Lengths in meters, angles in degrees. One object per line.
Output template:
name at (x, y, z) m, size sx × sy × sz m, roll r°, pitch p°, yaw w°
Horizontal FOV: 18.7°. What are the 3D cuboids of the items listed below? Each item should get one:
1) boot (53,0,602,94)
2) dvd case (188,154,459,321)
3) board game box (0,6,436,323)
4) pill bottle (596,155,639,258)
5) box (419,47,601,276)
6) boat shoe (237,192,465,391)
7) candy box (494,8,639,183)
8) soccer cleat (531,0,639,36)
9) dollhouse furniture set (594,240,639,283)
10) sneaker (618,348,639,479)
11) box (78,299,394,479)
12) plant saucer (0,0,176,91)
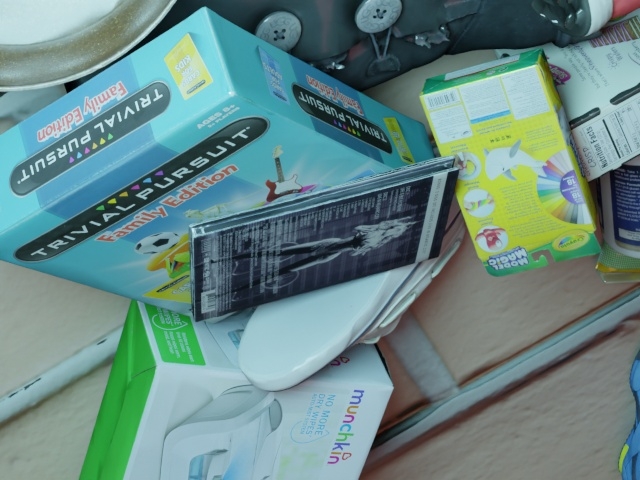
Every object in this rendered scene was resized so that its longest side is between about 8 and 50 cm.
boot at (-0.008, -0.259, 1.522) m, size 0.445 × 0.146 × 0.367 m, roll -13°, pitch 126°, yaw -4°
dvd case at (0.000, 0.000, 1.593) m, size 0.221 × 0.018 × 0.164 m, roll -14°, pitch 155°, yaw -10°
board game box at (-0.088, -0.045, 1.551) m, size 0.253 × 0.079 × 0.336 m, roll -29°, pitch 155°, yaw 23°
pill bottle at (0.297, -0.075, 1.774) m, size 0.094 × 0.094 × 0.169 m, roll -17°, pitch 128°, yaw -7°
box at (0.160, -0.060, 1.589) m, size 0.105 × 0.043 × 0.179 m, roll -13°, pitch 112°, yaw 19°
boat shoe at (0.035, 0.048, 1.732) m, size 0.267 × 0.096 × 0.088 m, roll -49°, pitch 139°, yaw -25°
candy box at (0.285, -0.162, 1.666) m, size 0.233 × 0.159 × 0.071 m, roll -28°, pitch 127°, yaw 3°
soccer cleat at (0.177, -0.308, 1.395) m, size 0.116 × 0.108 × 0.318 m, roll -28°, pitch 115°, yaw -17°
dollhouse furniture set at (0.347, 0.015, 1.878) m, size 0.151 × 0.058 × 0.076 m, roll -3°, pitch 124°, yaw -17°
sneaker at (0.356, 0.192, 1.994) m, size 0.069 × 0.082 × 0.209 m, roll -6°, pitch 124°, yaw -13°
box at (-0.087, 0.193, 1.816) m, size 0.231 × 0.127 × 0.262 m, roll 8°, pitch 121°, yaw -21°
plant saucer at (-0.231, -0.266, 1.416) m, size 0.310 × 0.050 × 0.311 m, roll 0°, pitch 101°, yaw 1°
